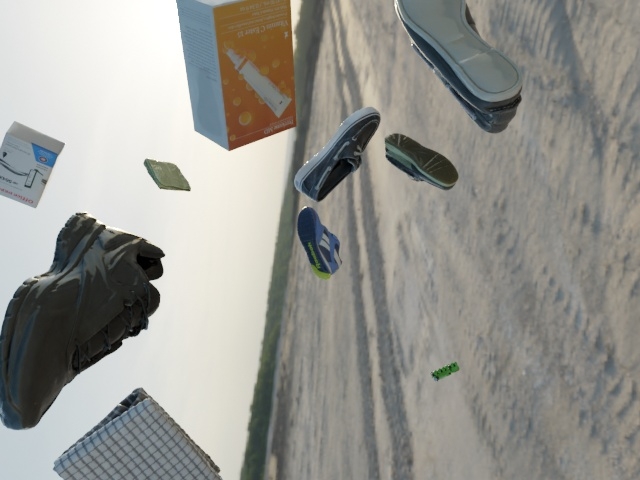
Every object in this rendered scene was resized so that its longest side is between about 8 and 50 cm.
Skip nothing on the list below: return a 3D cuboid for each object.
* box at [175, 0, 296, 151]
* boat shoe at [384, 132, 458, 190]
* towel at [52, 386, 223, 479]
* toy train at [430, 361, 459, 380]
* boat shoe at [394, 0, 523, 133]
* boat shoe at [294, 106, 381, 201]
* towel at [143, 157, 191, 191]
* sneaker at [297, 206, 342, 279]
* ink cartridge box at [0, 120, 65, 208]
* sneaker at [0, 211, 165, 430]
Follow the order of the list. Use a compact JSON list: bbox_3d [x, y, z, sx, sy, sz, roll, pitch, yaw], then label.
[{"bbox_3d":[-0.196,-0.425,1.634,0.168,0.215,0.345,34,138,40],"label":"box"},{"bbox_3d":[0.238,-0.179,1.629,0.223,0.080,0.073,40,145,32],"label":"boat shoe"},{"bbox_3d":[-0.368,0.464,1.380,0.284,0.235,0.121,55,171,-21],"label":"towel"},{"bbox_3d":[0.279,0.294,1.520,0.017,0.083,0.024,-35,74,53],"label":"toy train"},{"bbox_3d":[0.205,-0.301,1.072,0.095,0.112,0.335,80,167,-55],"label":"boat shoe"},{"bbox_3d":[0.067,-0.222,1.781,0.301,0.102,0.108,-44,-34,-10],"label":"boat shoe"},{"bbox_3d":[-0.440,-0.188,1.952,0.148,0.110,0.027,50,123,39],"label":"towel"},{"bbox_3d":[0.000,0.000,1.290,0.053,0.059,0.144,-1,113,48],"label":"sneaker"},{"bbox_3d":[-0.837,-0.211,1.925,0.203,0.148,0.086,-56,21,27],"label":"ink cartridge box"},{"bbox_3d":[-0.242,0.075,0.713,0.286,0.130,0.109,-82,8,-50],"label":"sneaker"}]
